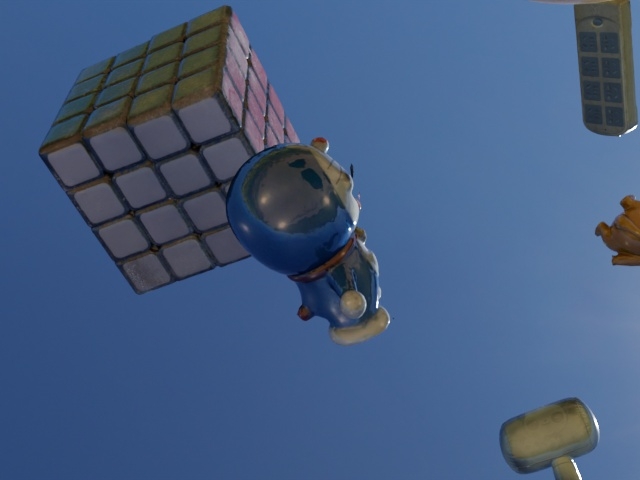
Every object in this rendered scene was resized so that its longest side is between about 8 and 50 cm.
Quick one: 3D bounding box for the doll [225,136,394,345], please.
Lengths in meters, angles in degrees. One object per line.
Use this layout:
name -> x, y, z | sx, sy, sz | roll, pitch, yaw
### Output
doll -> 0.000, 0.000, 1.056 | 0.161, 0.257, 0.215 | -36, -156, -3

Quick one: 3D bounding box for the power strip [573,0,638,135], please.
power strip -> 0.398, -0.250, 1.227 | 0.029, 0.227, 0.080 | -26, -154, -29

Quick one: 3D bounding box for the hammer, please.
hammer -> 0.282, 0.282, 1.001 | 0.116, 0.069, 0.194 | -23, -122, 12

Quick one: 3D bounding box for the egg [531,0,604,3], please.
egg -> 0.236, -0.374, 0.819 | 0.374, 0.301, 0.301 | 4, -139, 35

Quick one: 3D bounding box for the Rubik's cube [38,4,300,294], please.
Rubik's cube -> -0.247, -0.163, 1.591 | 0.337, 0.343, 0.344 | -20, -147, 12

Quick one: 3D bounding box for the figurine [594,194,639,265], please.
figurine -> 0.510, 0.012, 1.326 | 0.176, 0.121, 0.122 | 40, -170, 8
